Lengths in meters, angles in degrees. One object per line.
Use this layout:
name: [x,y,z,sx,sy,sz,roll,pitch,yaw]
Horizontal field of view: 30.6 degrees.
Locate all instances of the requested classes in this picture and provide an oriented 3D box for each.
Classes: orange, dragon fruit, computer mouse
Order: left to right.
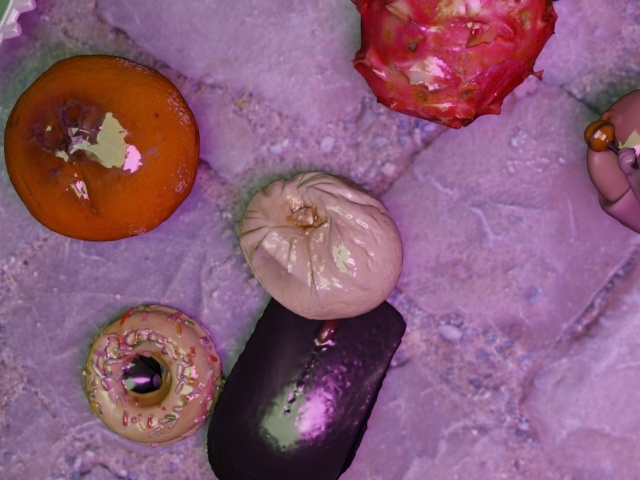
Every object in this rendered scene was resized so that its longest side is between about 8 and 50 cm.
orange: [-0.250,-0.102,1.318,0.224,0.170,0.224,0,91,12]
computer mouse: [-0.023,0.173,1.330,0.168,0.087,0.295,24,94,9]
dragon fruit: [0.151,-0.241,1.215,0.268,0.205,0.210,-43,77,13]

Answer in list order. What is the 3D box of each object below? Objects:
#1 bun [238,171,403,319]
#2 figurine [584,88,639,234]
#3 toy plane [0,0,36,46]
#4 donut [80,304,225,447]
bun: [0.000,0.000,1.289,0.164,0.111,0.188,-39,70,-4]
figurine: [0.354,-0.080,1.138,0.186,0.287,0.176,39,100,-8]
toy plane: [-0.384,-0.317,1.370,0.255,0.101,0.251,-10,91,8]
donut: [-0.200,0.161,1.375,0.175,0.068,0.174,1,94,12]
